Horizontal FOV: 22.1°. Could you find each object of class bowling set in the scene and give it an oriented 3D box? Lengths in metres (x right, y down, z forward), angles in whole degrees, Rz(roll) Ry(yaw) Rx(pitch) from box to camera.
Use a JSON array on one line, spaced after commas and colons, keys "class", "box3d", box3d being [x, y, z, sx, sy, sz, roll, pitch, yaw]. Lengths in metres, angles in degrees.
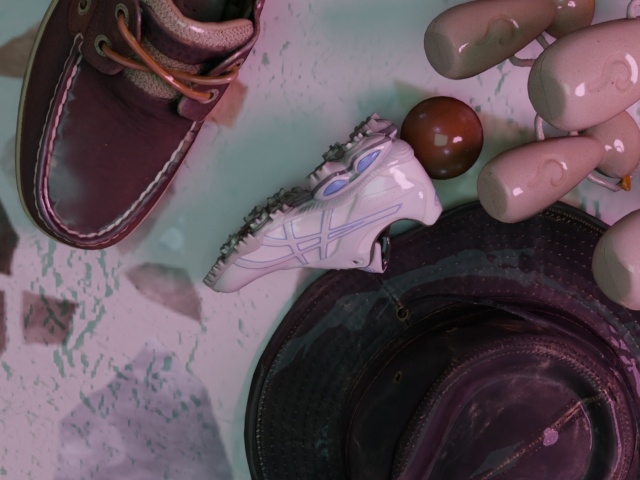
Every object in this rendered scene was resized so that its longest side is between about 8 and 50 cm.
[{"class": "bowling set", "box3d": [0.150, -0.105, 1.010, 0.154, 0.200, 0.287, -25, 104, -31]}]

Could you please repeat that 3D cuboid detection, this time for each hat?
[{"class": "hat", "box3d": [0.106, 0.140, 1.049, 0.331, 0.134, 0.331, 1, 102, 6]}]

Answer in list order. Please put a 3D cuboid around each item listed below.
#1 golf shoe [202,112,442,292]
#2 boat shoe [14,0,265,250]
[{"class": "golf shoe", "box3d": [0.000, 0.000, 1.054, 0.176, 0.069, 0.086, -35, 103, 33]}, {"class": "boat shoe", "box3d": [-0.095, -0.141, 1.012, 0.123, 0.123, 0.342, 26, 101, -15]}]
